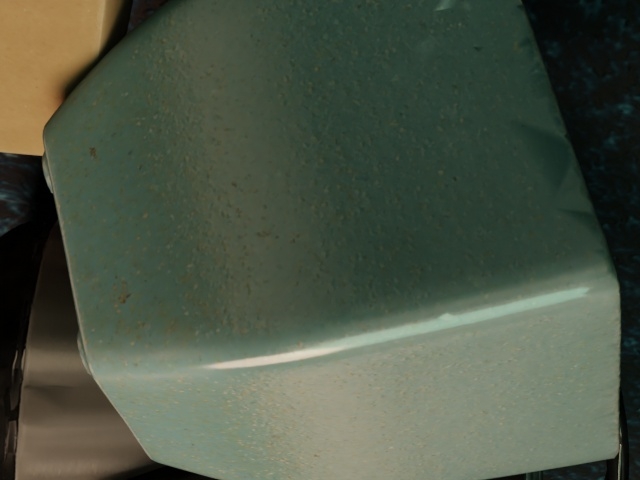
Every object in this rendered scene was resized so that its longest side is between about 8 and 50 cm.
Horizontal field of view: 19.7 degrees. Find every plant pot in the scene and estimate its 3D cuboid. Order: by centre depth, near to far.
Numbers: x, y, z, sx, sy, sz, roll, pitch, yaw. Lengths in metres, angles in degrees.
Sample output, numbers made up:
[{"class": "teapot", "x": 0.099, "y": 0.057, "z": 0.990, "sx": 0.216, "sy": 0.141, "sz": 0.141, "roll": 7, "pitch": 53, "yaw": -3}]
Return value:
[{"class": "plant pot", "x": 0.000, "y": 0.000, "z": 0.961, "sx": 0.252, "sy": 0.247, "sz": 0.248, "roll": -16, "pitch": 154, "yaw": 1}]

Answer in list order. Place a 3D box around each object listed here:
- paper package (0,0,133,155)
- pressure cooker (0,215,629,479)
[{"class": "paper package", "x": -0.236, "y": -0.210, "z": 0.911, "sx": 0.310, "sy": 0.168, "sz": 0.325, "roll": 5, "pitch": 140, "yaw": -7}, {"class": "pressure cooker", "x": -0.009, "y": 0.158, "z": 1.211, "sx": 0.420, "sy": 0.375, "sz": 0.370, "roll": 2, "pitch": 156, "yaw": -1}]
